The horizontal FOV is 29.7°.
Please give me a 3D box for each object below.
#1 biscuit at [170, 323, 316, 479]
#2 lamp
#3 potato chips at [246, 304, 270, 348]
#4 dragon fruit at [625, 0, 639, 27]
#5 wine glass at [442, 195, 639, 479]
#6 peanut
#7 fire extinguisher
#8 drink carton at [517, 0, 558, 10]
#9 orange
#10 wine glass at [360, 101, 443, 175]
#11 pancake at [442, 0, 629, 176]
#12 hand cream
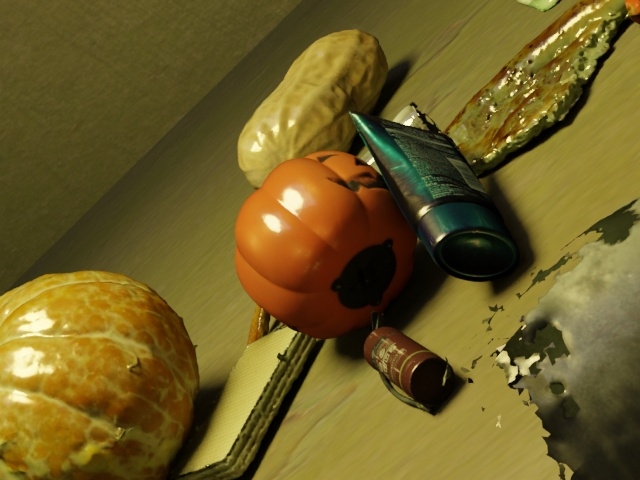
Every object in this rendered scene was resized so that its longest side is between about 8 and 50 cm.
[{"bbox_3d":[-0.078,0.176,1.290,0.121,0.040,0.199,-33,21,50],"label":"biscuit"},{"bbox_3d":[0.000,0.000,1.226,0.187,0.187,0.164,-47,48,-2],"label":"lamp"},{"bbox_3d":[-0.074,0.087,1.449,0.026,0.037,0.204,-20,43,37],"label":"potato chips"},{"bbox_3d":[0.336,-0.258,0.976,0.224,0.227,0.224,-8,38,6],"label":"dragon fruit"},{"bbox_3d":[0.246,0.019,0.616,0.357,0.190,0.190,-40,17,7],"label":"wine glass"},{"bbox_3d":[-0.002,-0.189,1.760,0.152,0.152,0.313,-23,25,53],"label":"peanut"},{"bbox_3d":[0.072,0.108,1.074,0.158,0.043,0.064,-153,63,-73],"label":"fire extinguisher"},{"bbox_3d":[0.278,-0.400,1.555,0.144,0.142,0.146,-44,15,6],"label":"drink carton"},{"bbox_3d":[-0.283,0.185,1.347,0.329,0.249,0.329,-34,44,41],"label":"orange"},{"bbox_3d":[0.076,-0.093,1.471,0.155,0.072,0.072,-42,17,15],"label":"wine glass"},{"bbox_3d":[0.224,-0.163,1.301,0.376,0.054,0.197,-46,18,8],"label":"pancake"},{"bbox_3d":[0.112,-0.057,1.172,0.270,0.120,0.061,-110,36,-55],"label":"hand cream"}]
